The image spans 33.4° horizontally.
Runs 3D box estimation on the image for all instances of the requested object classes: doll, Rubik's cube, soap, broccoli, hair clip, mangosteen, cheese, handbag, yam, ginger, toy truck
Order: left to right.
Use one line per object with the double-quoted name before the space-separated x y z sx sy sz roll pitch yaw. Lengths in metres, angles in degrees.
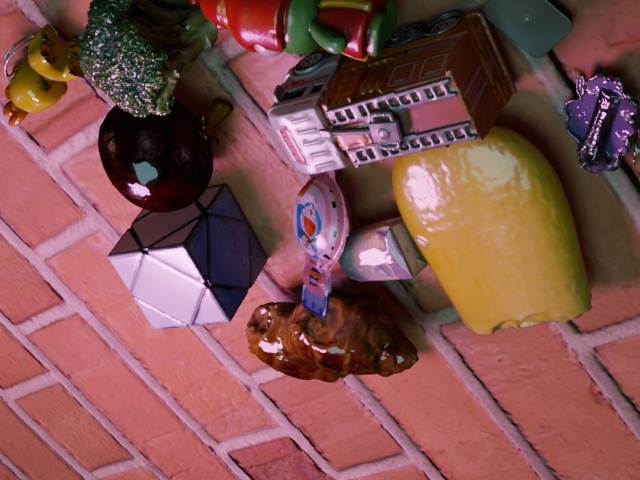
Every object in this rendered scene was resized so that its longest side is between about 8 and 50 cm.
"doll" -0.546 -0.309 2.039 0.221 0.143 0.135 -25 148 38
"broccoli" -0.297 -0.344 1.817 0.269 0.241 0.261 -130 31 -48
"mangosteen" -0.275 -0.177 1.979 0.261 0.235 0.235 -31 115 4
"Rubik's cube" -0.264 0.036 2.145 0.207 0.205 0.205 -7 125 29
"doll" -0.060 -0.379 1.702 0.363 0.183 0.160 10 139 23
"cheese" 0.000 0.000 2.009 0.189 0.074 0.286 27 115 58
"ginger" 0.034 0.214 2.162 0.357 0.152 0.274 -11 139 42
"yam" 0.051 0.122 2.187 0.145 0.032 0.032 5 130 21
"handbag" 0.106 0.025 2.014 0.173 0.095 0.117 -11 108 48
"toy truck" 0.100 -0.223 1.739 0.387 0.207 0.173 -10 123 34
"soap" 0.298 -0.026 1.882 0.306 0.115 0.427 -4 126 35
"hair clip" 0.443 -0.187 1.703 0.124 0.052 0.195 22 138 21

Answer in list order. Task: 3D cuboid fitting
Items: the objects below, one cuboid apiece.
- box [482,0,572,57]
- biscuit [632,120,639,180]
"box" 0.322 -0.349 1.647 0.126 0.031 0.091 37 134 -8
"biscuit" 0.617 -0.108 1.709 0.273 0.036 0.187 28 134 1
